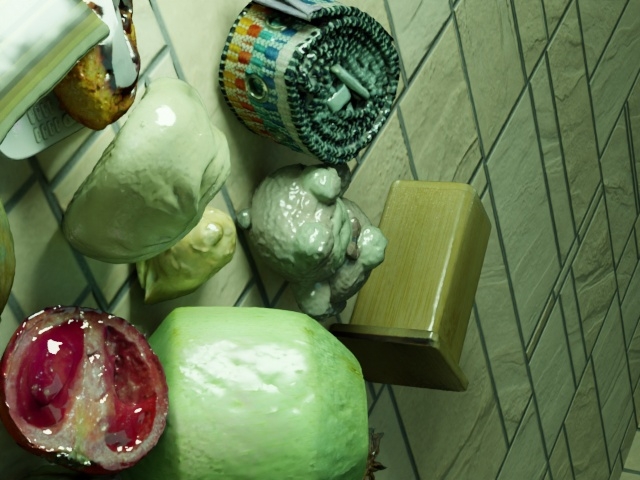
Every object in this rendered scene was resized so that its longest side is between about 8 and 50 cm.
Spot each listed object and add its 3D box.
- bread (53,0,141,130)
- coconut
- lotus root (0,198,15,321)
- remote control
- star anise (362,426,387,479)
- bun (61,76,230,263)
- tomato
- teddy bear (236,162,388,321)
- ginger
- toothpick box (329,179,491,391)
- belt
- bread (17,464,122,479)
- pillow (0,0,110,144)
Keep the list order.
[{"bbox_3d":[-0.248,-0.244,1.415,0.139,0.095,0.269,28,48,-78],"label":"bread"},{"bbox_3d":[-0.109,0.214,1.608,0.281,0.328,0.328,95,21,-47],"label":"coconut"},{"bbox_3d":[-0.375,0.037,1.204,0.267,0.149,0.260,-61,145,-30],"label":"lotus root"},{"bbox_3d":[-0.289,-0.142,1.430,0.073,0.044,0.229,68,27,-14],"label":"remote control"},{"bbox_3d":[0.070,0.379,2.235,0.141,0.042,0.141,-16,108,-62],"label":"star anise"},{"bbox_3d":[-0.179,-0.069,1.468,0.231,0.133,0.231,-56,-171,14],"label":"bun"},{"bbox_3d":[-0.267,0.164,1.457,0.189,0.099,0.173,23,63,-26],"label":"tomato"},{"bbox_3d":[-0.001,0.000,1.896,0.267,0.151,0.236,39,56,-53],"label":"teddy bear"},{"bbox_3d":[-0.141,0.003,1.677,0.193,0.123,0.115,-27,100,-64],"label":"ginger"},{"bbox_3d":[0.163,0.068,2.201,0.190,0.187,0.308,54,46,-51],"label":"toothpick box"},{"bbox_3d":[-0.026,-0.228,1.790,0.295,0.160,0.207,23,94,-60],"label":"belt"},{"bbox_3d":[-0.284,0.423,1.454,0.187,0.155,0.338,-29,121,-62],"label":"bread"},{"bbox_3d":[-0.322,-0.216,1.255,0.212,0.052,0.208,46,47,-13],"label":"pillow"}]
